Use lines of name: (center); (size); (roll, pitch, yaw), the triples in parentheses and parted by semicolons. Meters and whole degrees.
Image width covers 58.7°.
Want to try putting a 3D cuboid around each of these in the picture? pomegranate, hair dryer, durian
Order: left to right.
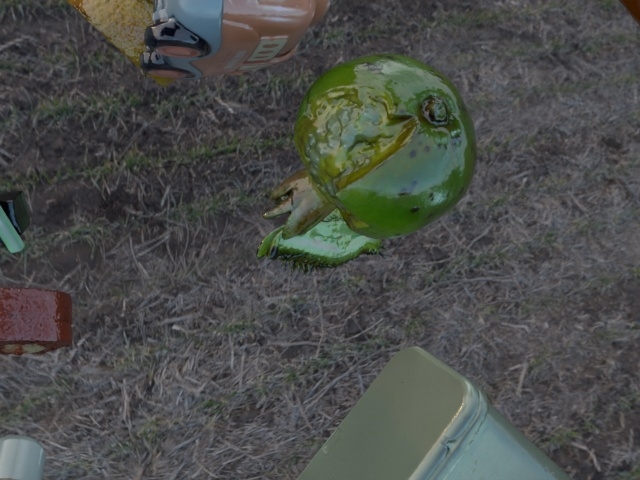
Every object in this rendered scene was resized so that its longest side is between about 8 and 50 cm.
hair dryer: (-0.596, 0.526, 1.011); (0.108, 0.357, 0.173); (22, 24, -25)
durian: (0.005, 0.005, 1.018); (0.375, 0.107, 0.132); (-2, 101, -54)
pomegranate: (0.054, -0.098, 0.742); (0.236, 0.302, 0.235); (23, 52, -32)

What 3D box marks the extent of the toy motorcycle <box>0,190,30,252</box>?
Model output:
toy motorcycle: (-0.471, -0.131, 0.713); (0.125, 0.330, 0.196); (-5, 28, -8)

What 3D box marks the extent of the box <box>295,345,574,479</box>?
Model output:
box: (0.159, 0.389, 0.776); (0.344, 0.177, 0.352); (42, 84, -23)

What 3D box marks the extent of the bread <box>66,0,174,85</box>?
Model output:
bread: (-0.456, -0.574, 1.422); (0.398, 0.398, 0.215); (43, 92, 3)

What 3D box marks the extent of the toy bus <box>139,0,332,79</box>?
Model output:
toy bus: (-0.110, -0.314, 0.719); (0.232, 0.288, 0.193); (-3, 95, -18)

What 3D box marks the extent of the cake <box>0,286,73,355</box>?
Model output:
cake: (-0.722, 0.194, 1.343); (0.283, 0.177, 0.150); (13, 69, -46)

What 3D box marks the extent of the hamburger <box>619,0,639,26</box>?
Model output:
hamburger: (0.427, -0.294, 0.541); (0.291, 0.225, 0.290); (15, 57, -25)
